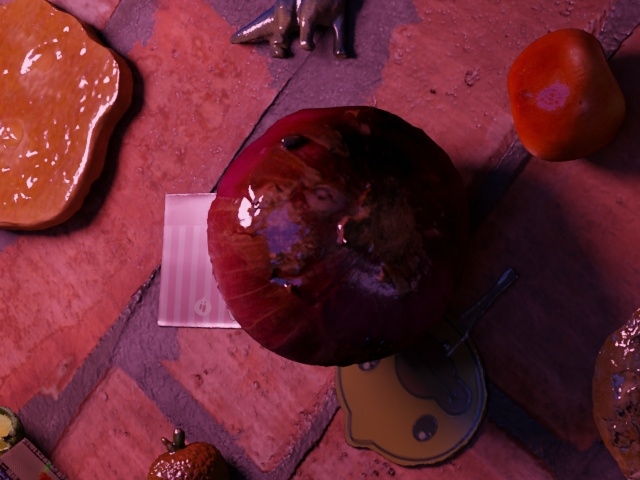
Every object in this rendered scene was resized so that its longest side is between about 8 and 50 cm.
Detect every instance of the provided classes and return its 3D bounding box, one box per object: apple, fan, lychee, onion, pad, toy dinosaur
[{"bbox_3d":[0.298,-0.176,1.695,0.139,0.163,0.163,-24,74,16],"label":"apple"},{"bbox_3d":[0.146,0.160,1.823,0.335,0.011,0.229,-48,66,18],"label":"fan"},{"bbox_3d":[-0.184,0.334,1.928,0.114,0.114,0.146,-23,94,25],"label":"lychee"},{"bbox_3d":[0.000,0.000,1.780,0.385,0.347,0.348,-15,75,63],"label":"onion"},{"bbox_3d":[-0.106,0.028,1.976,0.299,0.005,0.202,1,85,28],"label":"pad"},{"bbox_3d":[-0.023,-0.352,1.953,0.247,0.075,0.188,2,76,34],"label":"toy dinosaur"}]

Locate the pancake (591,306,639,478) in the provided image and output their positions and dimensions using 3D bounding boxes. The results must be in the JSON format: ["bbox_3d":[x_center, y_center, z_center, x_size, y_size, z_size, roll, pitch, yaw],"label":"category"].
[{"bbox_3d":[0.451,0.189,1.632,0.282,0.049,0.282,-1,88,29],"label":"pancake"}]

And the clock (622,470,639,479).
[{"bbox_3d":[0.382,0.385,1.616,0.147,0.071,0.192,37,116,26],"label":"clock"}]

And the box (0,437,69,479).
[{"bbox_3d":[-0.456,0.454,2.005,0.198,0.084,0.310,45,121,2],"label":"box"}]

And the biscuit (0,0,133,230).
[{"bbox_3d":[-0.478,-0.199,2.168,0.385,0.062,0.365,29,96,28],"label":"biscuit"}]

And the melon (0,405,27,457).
[{"bbox_3d":[-0.528,0.356,2.113,0.265,0.129,0.169,-11,108,23],"label":"melon"}]
